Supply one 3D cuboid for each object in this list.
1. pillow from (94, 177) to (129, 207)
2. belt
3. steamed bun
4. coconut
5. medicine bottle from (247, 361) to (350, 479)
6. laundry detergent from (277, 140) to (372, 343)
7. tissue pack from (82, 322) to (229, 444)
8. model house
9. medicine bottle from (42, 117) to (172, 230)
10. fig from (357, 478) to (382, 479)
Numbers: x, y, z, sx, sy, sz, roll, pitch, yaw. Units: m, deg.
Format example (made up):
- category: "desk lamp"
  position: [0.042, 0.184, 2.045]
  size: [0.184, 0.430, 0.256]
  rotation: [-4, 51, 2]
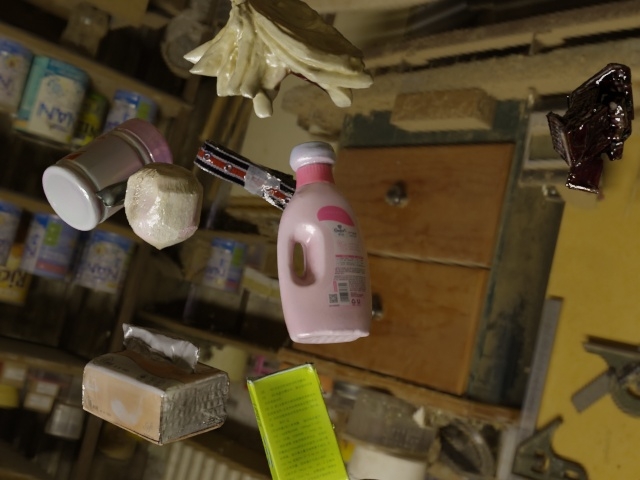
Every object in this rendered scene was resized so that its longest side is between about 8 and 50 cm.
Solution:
- category: "pillow"
  position: [-0.488, -0.123, 1.982]
  size: [0.135, 0.091, 0.055]
  rotation: [-20, 151, -27]
- category: "belt"
  position: [-0.200, -0.191, 2.368]
  size: [0.359, 0.094, 0.126]
  rotation: [24, -161, -20]
- category: "steamed bun"
  position: [-0.108, -0.365, 1.535]
  size: [0.247, 0.189, 0.428]
  rotation: [1, -145, -42]
- category: "coconut"
  position: [-0.223, -0.046, 1.125]
  size: [0.110, 0.125, 0.110]
  rotation: [13, -162, -4]
- category: "medicine bottle"
  position: [-0.050, 0.375, 1.577]
  size: [0.141, 0.250, 0.137]
  rotation: [-17, 173, -8]
- category: "laundry detergent"
  position: [0.000, 0.000, 1.326]
  size: [0.158, 0.335, 0.088]
  rotation: [1, 162, -25]
- category: "tissue pack"
  position: [-0.394, 0.325, 1.892]
  size: [0.305, 0.239, 0.238]
  rotation: [9, 172, 40]
- category: "model house"
  position: [0.478, -0.177, 1.382]
  size: [0.141, 0.164, 0.203]
  rotation: [-5, 139, 28]
- category: "medicine bottle"
  position: [-0.588, -0.188, 2.213]
  size: [0.202, 0.202, 0.316]
  rotation: [10, -143, 34]
- category: "fig"
  position: [0.099, 0.601, 1.507]
  size: [0.206, 0.275, 0.206]
  rotation: [18, 170, 3]
